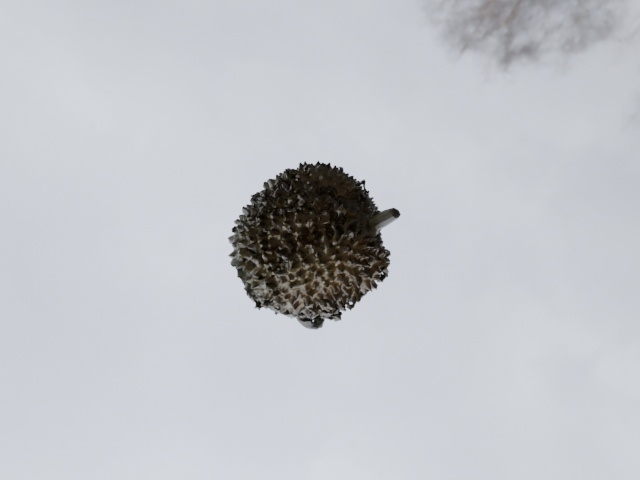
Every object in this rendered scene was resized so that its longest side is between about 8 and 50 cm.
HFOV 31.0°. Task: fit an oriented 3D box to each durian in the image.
[{"bbox_3d":[0.000,0.000,0.546,0.080,0.091,0.080,39,-141,-41],"label":"durian"}]
